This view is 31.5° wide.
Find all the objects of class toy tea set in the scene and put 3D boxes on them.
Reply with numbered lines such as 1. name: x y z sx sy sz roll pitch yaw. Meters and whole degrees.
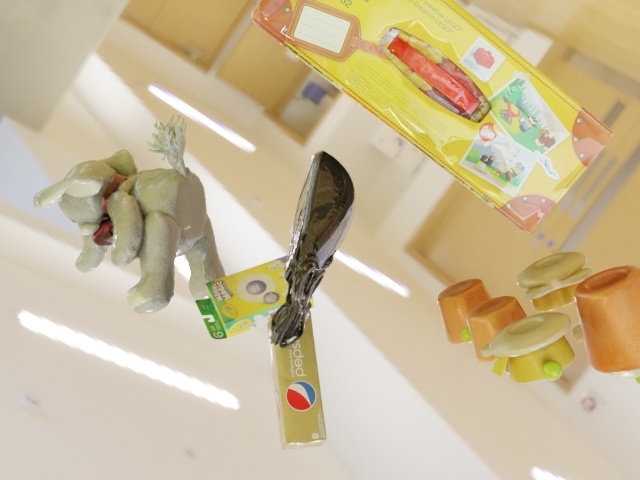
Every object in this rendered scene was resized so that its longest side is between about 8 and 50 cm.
1. toy tea set: 0.255 0.107 1.268 0.124 0.200 0.336 66 173 -10

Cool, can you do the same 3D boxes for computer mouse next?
1. computer mouse: 0.000 0.000 1.511 0.072 0.188 0.272 15 -127 -6

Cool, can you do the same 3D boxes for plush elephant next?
1. plush elephant: -0.335 -0.039 1.909 0.255 0.330 0.272 -1 -169 21

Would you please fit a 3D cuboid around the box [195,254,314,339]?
1. box: -0.112 0.094 1.877 0.043 0.179 0.105 80 164 -45

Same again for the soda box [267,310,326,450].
1. soda box: -0.033 0.190 1.550 0.058 0.181 0.061 -5 162 -10

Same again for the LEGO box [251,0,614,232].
1. LEGO box: 0.146 -0.268 1.712 0.500 0.193 0.372 37 -170 -12
